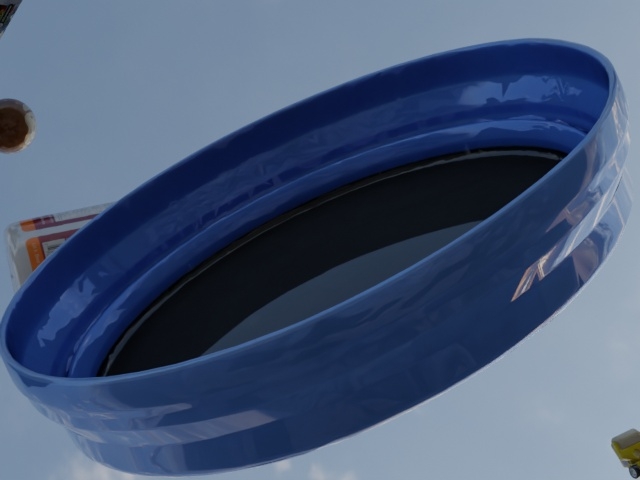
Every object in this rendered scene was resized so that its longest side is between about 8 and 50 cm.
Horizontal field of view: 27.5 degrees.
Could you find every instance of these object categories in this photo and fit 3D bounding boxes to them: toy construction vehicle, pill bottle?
[{"bbox_3d":[0.280,0.195,1.063,0.086,0.035,0.098,-24,-108,-26],"label":"toy construction vehicle"},{"bbox_3d":[-0.168,0.021,1.191,0.221,0.121,0.121,-12,-72,-15],"label":"pill bottle"}]

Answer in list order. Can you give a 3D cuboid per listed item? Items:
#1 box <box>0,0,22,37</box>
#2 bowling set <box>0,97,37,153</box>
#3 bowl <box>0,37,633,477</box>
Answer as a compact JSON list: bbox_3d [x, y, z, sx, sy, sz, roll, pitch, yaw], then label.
[{"bbox_3d":[-0.243,-0.108,0.763,0.094,0.027,0.137,-8,-27,-43],"label":"box"},{"bbox_3d":[-0.348,-0.131,1.179,0.200,0.154,0.287,-4,-91,-24],"label":"bowling set"},{"bbox_3d":[0.000,0.000,0.780,0.391,0.391,0.077,-26,-70,-3],"label":"bowl"}]
